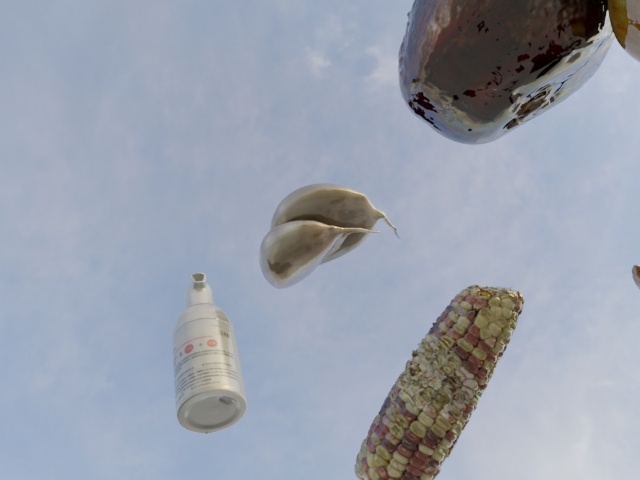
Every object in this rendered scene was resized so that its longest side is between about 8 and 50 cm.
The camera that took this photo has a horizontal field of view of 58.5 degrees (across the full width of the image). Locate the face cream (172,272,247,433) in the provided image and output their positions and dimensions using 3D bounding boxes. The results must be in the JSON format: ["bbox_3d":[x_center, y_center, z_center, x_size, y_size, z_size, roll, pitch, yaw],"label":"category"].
[{"bbox_3d":[-0.258,0.232,1.283,0.145,0.370,0.145,-8,-50,-10],"label":"face cream"}]

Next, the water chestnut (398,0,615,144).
[{"bbox_3d":[0.238,-0.315,0.812,0.350,0.350,0.302,-35,-108,-2],"label":"water chestnut"}]

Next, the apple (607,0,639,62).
[{"bbox_3d":[0.428,-0.289,0.599,0.237,0.207,0.237,-20,-65,-49],"label":"apple"}]

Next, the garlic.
[{"bbox_3d":[0.000,0.000,1.411,0.340,0.231,0.246,-18,-61,18],"label":"garlic"}]

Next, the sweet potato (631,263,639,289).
[{"bbox_3d":[0.798,0.110,1.383,0.058,0.055,0.202,-42,-60,8],"label":"sweet potato"}]

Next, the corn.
[{"bbox_3d":[0.141,0.174,0.670,0.098,0.098,0.290,30,-89,-21],"label":"corn"}]
